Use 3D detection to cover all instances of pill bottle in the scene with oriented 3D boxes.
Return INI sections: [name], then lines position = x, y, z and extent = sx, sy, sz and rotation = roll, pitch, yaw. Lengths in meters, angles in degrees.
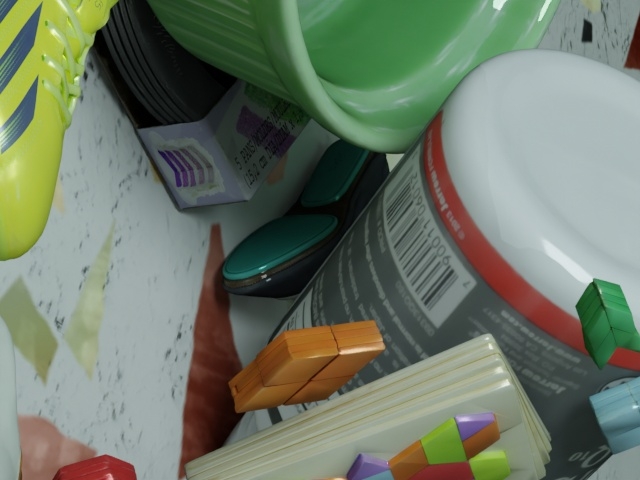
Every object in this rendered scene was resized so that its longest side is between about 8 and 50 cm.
[pill bottle]
position = 0.085, 0.074, 1.120
extent = 0.210, 0.363, 0.210
rotation = 19, 43, -19

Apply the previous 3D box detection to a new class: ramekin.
[ramekin]
position = 0.024, -0.216, 1.093
extent = 0.303, 0.148, 0.303
rotation = -30, 130, -42

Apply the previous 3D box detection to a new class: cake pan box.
[cake pan box]
position = -0.068, -0.188, 1.216
extent = 0.267, 0.070, 0.246
rotation = -54, 126, -43

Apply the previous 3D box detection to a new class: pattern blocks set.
[pattern blocks set]
position = 0.026, 0.121, 0.945
extent = 0.285, 0.325, 0.026
rotation = 42, 23, -53

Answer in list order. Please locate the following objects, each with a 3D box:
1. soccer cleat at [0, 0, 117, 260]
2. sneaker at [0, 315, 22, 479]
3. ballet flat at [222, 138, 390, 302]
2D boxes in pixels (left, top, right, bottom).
[soccer cleat]
position = -0.153, -0.127, 0.983
extent = 0.121, 0.093, 0.289
rotation = -1, 64, -14
[sneaker]
position = -0.229, 0.024, 0.949
extent = 0.123, 0.106, 0.290
rotation = -57, 133, -76
[ballet flat]
position = 0.000, 0.000, 1.288
extent = 0.203, 0.074, 0.074
rotation = -51, 126, -48
